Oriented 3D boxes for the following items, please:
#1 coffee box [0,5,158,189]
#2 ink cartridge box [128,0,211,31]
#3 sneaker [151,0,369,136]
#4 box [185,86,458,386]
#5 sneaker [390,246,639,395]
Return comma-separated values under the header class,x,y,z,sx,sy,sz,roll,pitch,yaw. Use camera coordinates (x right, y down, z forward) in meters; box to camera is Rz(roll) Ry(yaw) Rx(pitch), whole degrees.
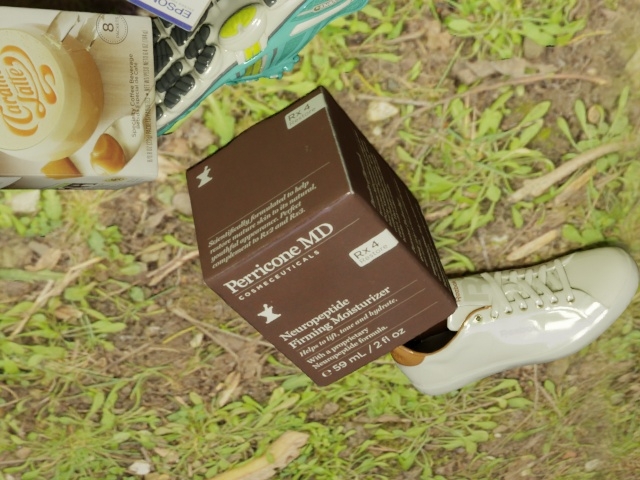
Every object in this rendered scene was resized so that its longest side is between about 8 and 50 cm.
class,x,y,z,sx,sy,sz,roll,pitch,yaw
coffee box,-0.266,-0.113,1.044,0.246,0.141,0.098,-2,178,-32
ink cartridge box,-0.097,-0.306,0.954,0.165,0.065,0.332,25,141,-18
sneaker,-0.071,-0.167,1.126,0.275,0.107,0.110,-33,144,19
box,0.000,0.000,1.245,0.168,0.167,0.203,-32,131,15
sneaker,0.206,0.076,1.406,0.290,0.106,0.123,-28,135,14
